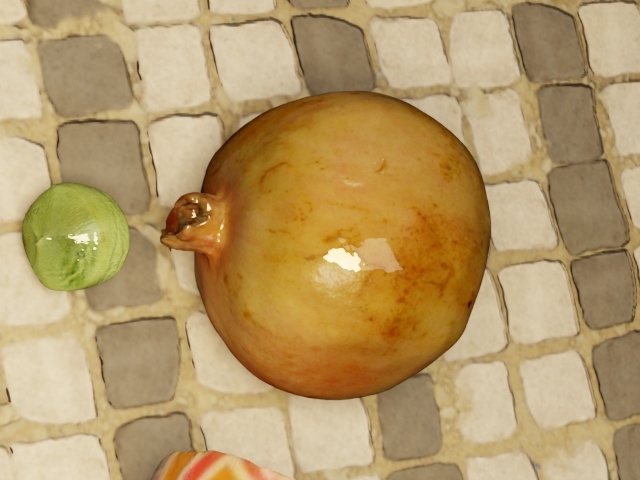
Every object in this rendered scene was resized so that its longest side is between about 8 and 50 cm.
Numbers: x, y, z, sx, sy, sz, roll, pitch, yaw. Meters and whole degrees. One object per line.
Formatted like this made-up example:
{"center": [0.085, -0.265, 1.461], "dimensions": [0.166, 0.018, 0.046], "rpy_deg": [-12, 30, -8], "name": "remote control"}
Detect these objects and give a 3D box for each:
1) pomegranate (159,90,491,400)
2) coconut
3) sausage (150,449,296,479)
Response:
{"center": [0.000, 0.000, 1.509], "dimensions": [0.270, 0.229, 0.252], "rpy_deg": [12, 71, -21], "name": "pomegranate"}
{"center": [-0.197, -0.002, 1.479], "dimensions": [0.096, 0.088, 0.088], "rpy_deg": [-3, 78, -60], "name": "coconut"}
{"center": [-0.076, 0.328, 1.383], "dimensions": [0.233, 0.233, 0.287], "rpy_deg": [35, 62, -18], "name": "sausage"}
